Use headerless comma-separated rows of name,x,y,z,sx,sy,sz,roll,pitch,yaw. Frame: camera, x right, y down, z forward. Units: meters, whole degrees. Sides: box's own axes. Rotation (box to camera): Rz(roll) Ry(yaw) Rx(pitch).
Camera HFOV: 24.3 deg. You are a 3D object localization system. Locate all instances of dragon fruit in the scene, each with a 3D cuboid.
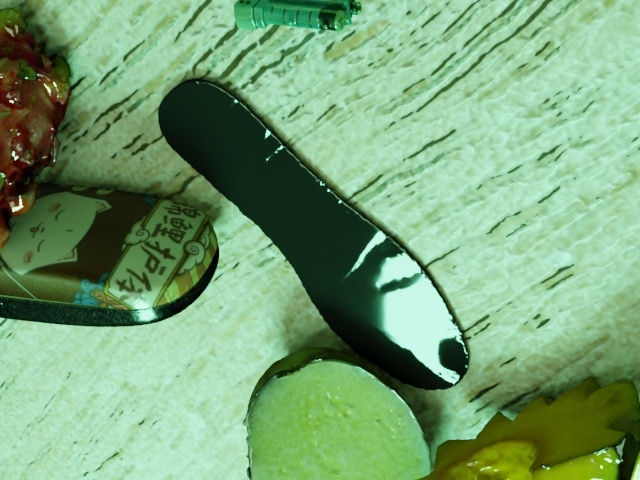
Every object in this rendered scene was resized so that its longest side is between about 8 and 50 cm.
dragon fruit,-0.274,-0.083,1.212,0.133,0.208,0.150,0,170,42

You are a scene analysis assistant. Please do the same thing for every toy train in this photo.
toy train,-0.017,-0.169,1.075,0.092,0.045,0.029,10,132,23

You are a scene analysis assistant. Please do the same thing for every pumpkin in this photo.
pumpkin,0.187,0.215,1.204,0.254,0.130,0.149,-25,97,36

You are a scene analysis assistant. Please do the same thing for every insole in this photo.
insole,0.000,0.000,1.228,0.348,0.009,0.119,45,130,-13

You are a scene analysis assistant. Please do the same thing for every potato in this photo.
potato,0.009,0.187,1.304,0.164,0.081,0.200,-22,101,-1

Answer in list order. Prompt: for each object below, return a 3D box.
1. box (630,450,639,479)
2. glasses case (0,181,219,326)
box,0.371,0.166,1.080,0.269,0.152,0.043,18,132,12
glasses case,-0.239,0.009,1.273,0.321,0.122,0.082,5,128,23
